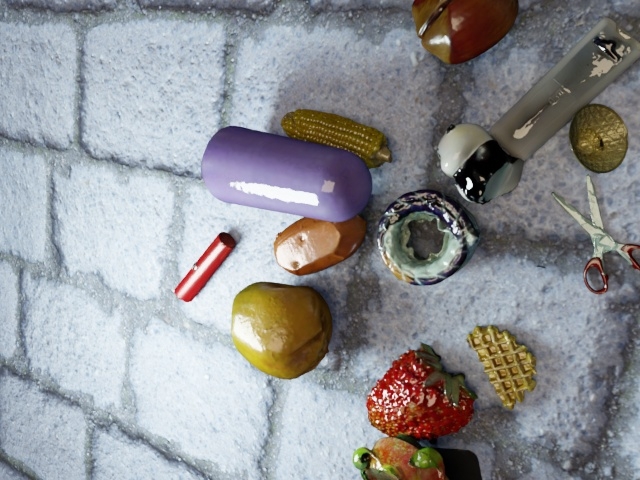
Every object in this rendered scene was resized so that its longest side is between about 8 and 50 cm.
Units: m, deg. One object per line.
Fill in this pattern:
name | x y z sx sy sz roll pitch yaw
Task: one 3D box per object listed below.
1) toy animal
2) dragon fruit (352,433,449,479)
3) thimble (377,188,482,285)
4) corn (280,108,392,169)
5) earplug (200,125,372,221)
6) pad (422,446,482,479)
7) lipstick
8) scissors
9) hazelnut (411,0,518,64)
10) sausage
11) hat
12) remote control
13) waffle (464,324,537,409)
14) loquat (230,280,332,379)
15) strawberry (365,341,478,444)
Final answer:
toy animal | 0.346 -0.175 1.045 0.138 0.166 0.179 -50 64 23
dragon fruit | 0.220 0.609 1.190 0.295 0.130 0.268 42 146 -2
thimble | 0.261 -0.010 1.105 0.237 0.150 0.237 3 98 25
corn | 0.041 -0.263 1.198 0.322 0.119 0.119 25 108 27
earplug | -0.077 -0.163 1.168 0.456 0.215 0.215 16 105 36
pad | 0.351 0.684 1.245 0.181 0.004 0.267 -8 93 28
lipstick | -0.369 0.088 1.482 0.073 0.073 0.279 48 114 13
scissors | 0.602 -0.016 1.006 0.144 0.017 0.247 -30 82 27
hazelnut | 0.307 -0.495 0.992 0.212 0.181 0.181 61 140 17
sausage | -0.001 0.000 1.242 0.268 0.141 0.153 -25 87 27
hat | 0.560 -0.207 0.975 0.146 0.067 0.146 1 87 -13
remote control | 0.511 -0.313 0.983 0.109 0.055 0.313 49 115 12
waffle | 0.429 0.298 1.123 0.192 0.046 0.160 34 111 19
loquat | -0.110 0.238 1.259 0.284 0.276 0.276 9 102 15
strawberry | 0.236 0.439 1.194 0.233 0.138 0.306 41 112 14
